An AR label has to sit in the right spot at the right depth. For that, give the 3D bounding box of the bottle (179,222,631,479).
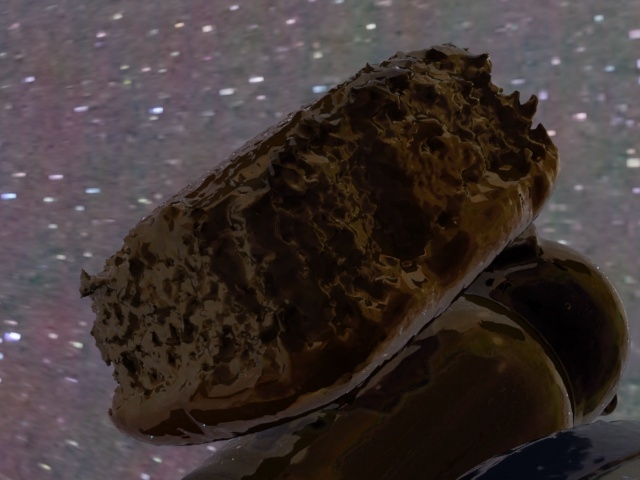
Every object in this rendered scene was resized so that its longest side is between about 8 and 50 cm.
[{"bbox_3d":[0.072,0.124,1.101,0.351,0.171,0.171,-40,-71,-37],"label":"bottle"}]

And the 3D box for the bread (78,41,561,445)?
[{"bbox_3d":[0.000,0.000,0.799,0.121,0.174,0.245,53,-136,-6],"label":"bread"}]

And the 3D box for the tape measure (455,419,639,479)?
[{"bbox_3d":[0.131,0.209,0.651,0.262,0.138,0.259,-46,-62,-8],"label":"tape measure"}]
